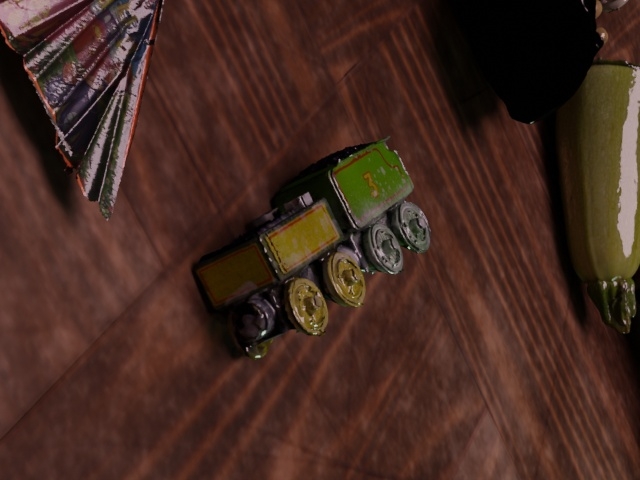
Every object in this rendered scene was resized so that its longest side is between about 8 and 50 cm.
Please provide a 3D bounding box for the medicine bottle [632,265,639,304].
[{"bbox_3d":[0.393,0.068,1.289,0.242,0.242,0.395,19,66,-55],"label":"medicine bottle"}]

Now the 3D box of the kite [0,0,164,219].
[{"bbox_3d":[-0.135,-0.131,0.697,0.183,0.014,0.241,-42,113,-40],"label":"kite"}]

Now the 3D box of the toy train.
[{"bbox_3d":[0.000,0.000,0.850,0.081,0.060,0.202,63,31,-5],"label":"toy train"}]

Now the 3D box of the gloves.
[{"bbox_3d":[0.170,-0.187,1.168,0.203,0.124,0.164,-92,-173,-71],"label":"gloves"}]

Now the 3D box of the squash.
[{"bbox_3d":[0.242,-0.032,1.241,0.094,0.094,0.224,26,60,-52],"label":"squash"}]

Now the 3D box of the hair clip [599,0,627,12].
[{"bbox_3d":[0.320,-0.276,1.530,0.226,0.034,0.072,-23,96,-60],"label":"hair clip"}]
